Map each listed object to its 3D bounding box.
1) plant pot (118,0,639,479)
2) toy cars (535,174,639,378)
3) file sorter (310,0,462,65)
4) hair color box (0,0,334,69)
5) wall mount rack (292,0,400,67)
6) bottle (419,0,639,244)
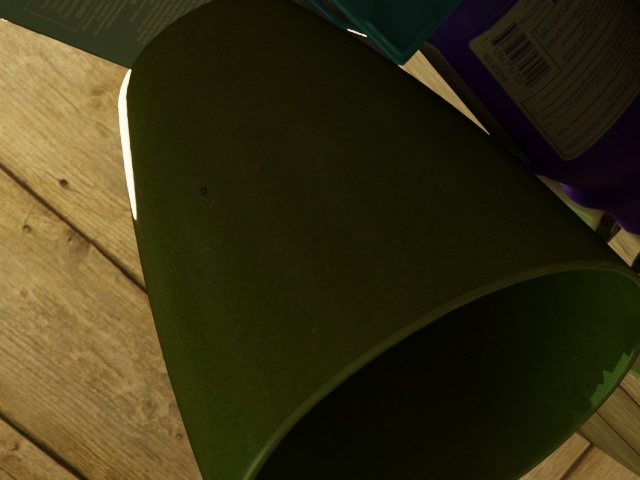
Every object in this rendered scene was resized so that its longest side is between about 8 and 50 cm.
[{"bbox_3d":[0.000,0.000,1.081,0.293,0.275,0.275,56,-177,29],"label":"plant pot"},{"bbox_3d":[0.213,0.022,1.287,0.176,0.087,0.394,18,-165,-25],"label":"toy cars"},{"bbox_3d":[0.038,-0.186,0.821,0.118,0.170,0.104,43,178,-20],"label":"file sorter"},{"bbox_3d":[-0.133,-0.214,1.370,0.374,0.113,0.185,18,-152,-42],"label":"hair color box"},{"bbox_3d":[-0.030,-0.245,1.170,0.350,0.130,0.304,41,179,6],"label":"wall mount rack"},{"bbox_3d":[0.149,-0.097,1.068,0.283,0.118,0.092,44,172,-40],"label":"bottle"}]
